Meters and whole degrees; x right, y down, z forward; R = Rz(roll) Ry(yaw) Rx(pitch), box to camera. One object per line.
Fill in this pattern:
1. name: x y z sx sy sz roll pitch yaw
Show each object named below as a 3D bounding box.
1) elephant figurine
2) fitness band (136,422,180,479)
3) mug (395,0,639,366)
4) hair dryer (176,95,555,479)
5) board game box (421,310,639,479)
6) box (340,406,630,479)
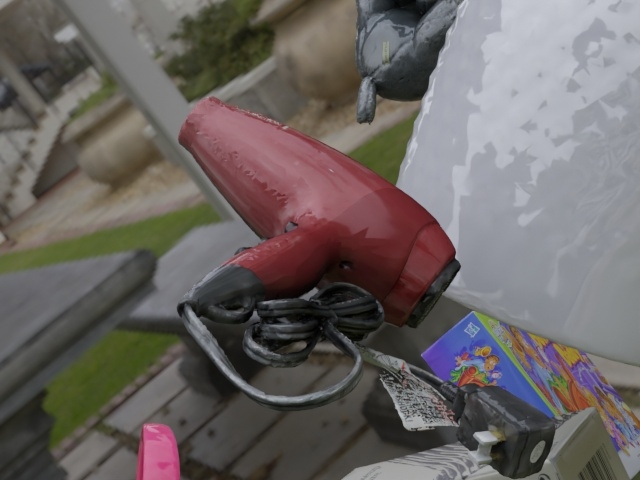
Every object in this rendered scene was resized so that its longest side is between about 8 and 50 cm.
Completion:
1. elephant figurine: 0.150 -0.216 1.306 0.186 0.169 0.239 -29 -25 26
2. fitness band: -0.199 0.365 1.403 0.054 0.291 0.209 3 13 -10
3. mug: 0.266 -0.097 0.828 0.276 0.374 0.328 -89 16 -76
4. hair dryer: 0.000 0.000 0.641 0.080 0.223 0.293 -54 41 12
5. board game box: 0.266 0.190 1.342 0.078 0.233 0.347 -42 -16 16
6. box: 0.125 0.236 1.020 0.275 0.094 0.113 -23 3 36
